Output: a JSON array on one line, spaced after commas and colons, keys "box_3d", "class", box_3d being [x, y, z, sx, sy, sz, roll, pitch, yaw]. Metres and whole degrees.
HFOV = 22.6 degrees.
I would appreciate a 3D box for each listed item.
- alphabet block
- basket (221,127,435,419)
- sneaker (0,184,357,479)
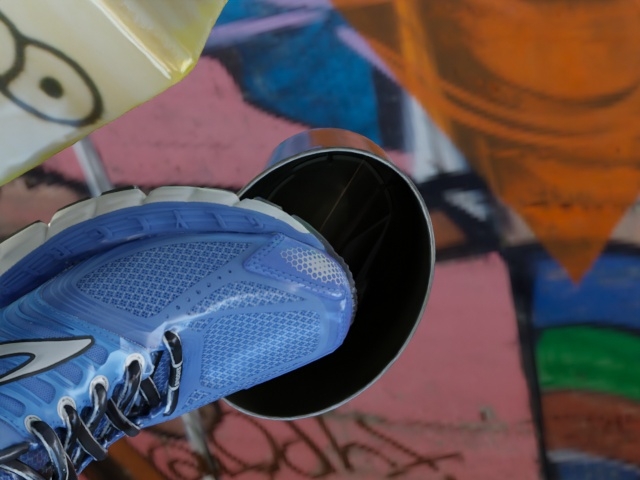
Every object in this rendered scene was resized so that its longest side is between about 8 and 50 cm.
[{"box_3d": [-0.164, -0.166, 0.794, 0.192, 0.197, 0.193, -23, -148, 37], "class": "alphabet block"}, {"box_3d": [0.000, 0.000, 1.179, 0.154, 0.204, 0.227, 30, -164, -5], "class": "basket"}, {"box_3d": [-0.130, 0.084, 0.696, 0.330, 0.130, 0.147, -19, -133, -17], "class": "sneaker"}]
